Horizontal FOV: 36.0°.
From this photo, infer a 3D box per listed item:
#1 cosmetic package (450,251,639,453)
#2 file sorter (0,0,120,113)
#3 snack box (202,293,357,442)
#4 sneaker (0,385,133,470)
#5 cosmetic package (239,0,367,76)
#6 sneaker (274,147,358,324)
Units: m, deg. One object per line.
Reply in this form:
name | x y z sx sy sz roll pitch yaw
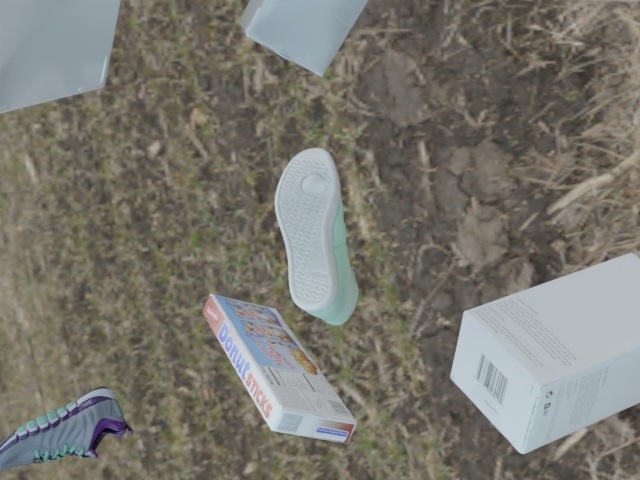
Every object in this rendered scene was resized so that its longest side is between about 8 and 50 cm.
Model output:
cosmetic package | 0.417 0.170 1.576 0.197 0.366 0.155 49 143 44
file sorter | -0.345 -0.312 1.092 0.173 0.193 0.277 33 124 21
snack box | -0.036 0.094 0.761 0.022 0.064 0.178 -67 30 15
sneaker | -0.422 0.331 1.615 0.098 0.224 0.083 54 162 22
cosmetic package | 0.003 -0.356 1.319 0.238 0.127 0.107 -55 23 18
sneaker | 0.000 0.001 1.454 0.094 0.151 0.255 -7 68 15
